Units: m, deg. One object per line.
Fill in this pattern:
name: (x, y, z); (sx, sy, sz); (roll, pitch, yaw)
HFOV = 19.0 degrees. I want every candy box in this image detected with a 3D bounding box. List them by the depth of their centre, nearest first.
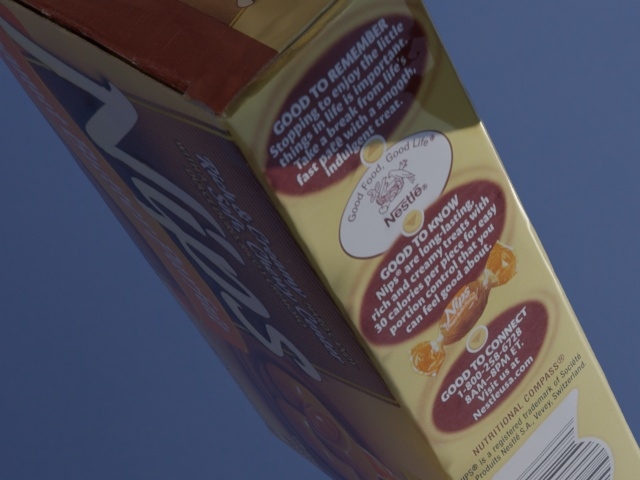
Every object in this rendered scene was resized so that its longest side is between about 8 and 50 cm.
candy box: (0.000, 0.000, 0.740); (0.087, 0.316, 0.183); (-45, -135, -15)
